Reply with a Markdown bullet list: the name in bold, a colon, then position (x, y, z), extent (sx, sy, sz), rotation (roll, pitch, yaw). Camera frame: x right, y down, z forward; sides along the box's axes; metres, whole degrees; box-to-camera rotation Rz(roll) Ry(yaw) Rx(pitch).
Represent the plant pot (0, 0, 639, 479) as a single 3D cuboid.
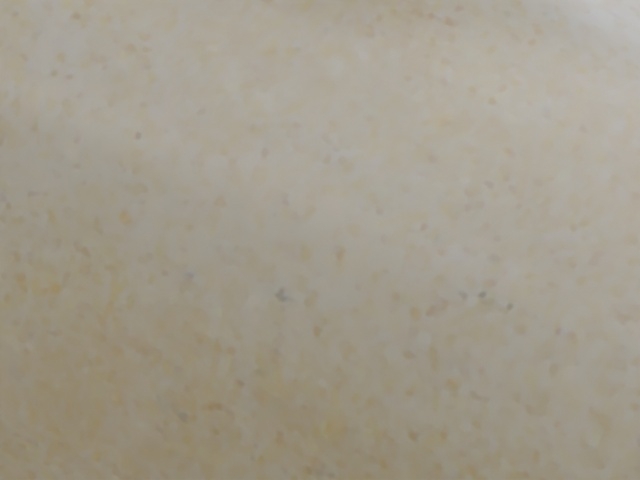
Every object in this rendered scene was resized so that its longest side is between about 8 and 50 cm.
- **plant pot**: position (0.000, 0.000, 0.576), extent (0.305, 0.333, 0.334), rotation (24, 14, 22)
